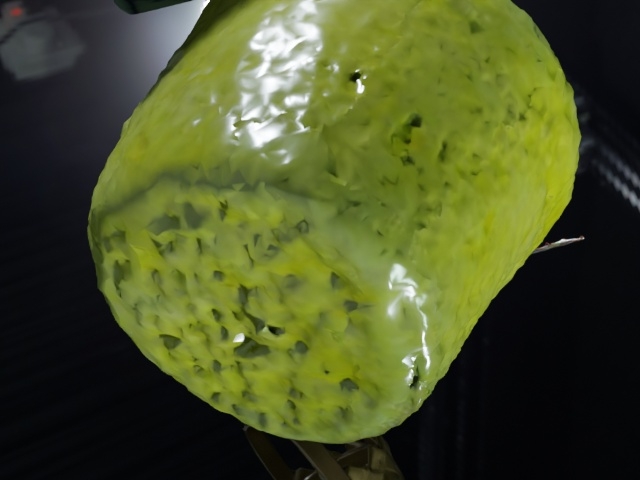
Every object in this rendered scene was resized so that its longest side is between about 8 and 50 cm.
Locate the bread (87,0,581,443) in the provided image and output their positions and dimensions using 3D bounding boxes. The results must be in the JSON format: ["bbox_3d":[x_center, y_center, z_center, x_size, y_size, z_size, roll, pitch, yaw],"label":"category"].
[{"bbox_3d":[0.002,-0.033,1.087,0.348,0.307,0.348,21,-38,17],"label":"bread"}]

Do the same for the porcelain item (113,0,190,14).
[{"bbox_3d":[-0.144,-0.345,1.159,0.281,0.157,0.285,-179,-108,-86],"label":"porcelain item"}]

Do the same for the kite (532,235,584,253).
[{"bbox_3d":[0.229,0.021,1.717,0.244,0.198,0.006,-17,-91,44],"label":"kite"}]

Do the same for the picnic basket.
[{"bbox_3d":[-0.005,0.211,1.210,0.178,0.138,0.128,54,-26,-1],"label":"picnic basket"}]
